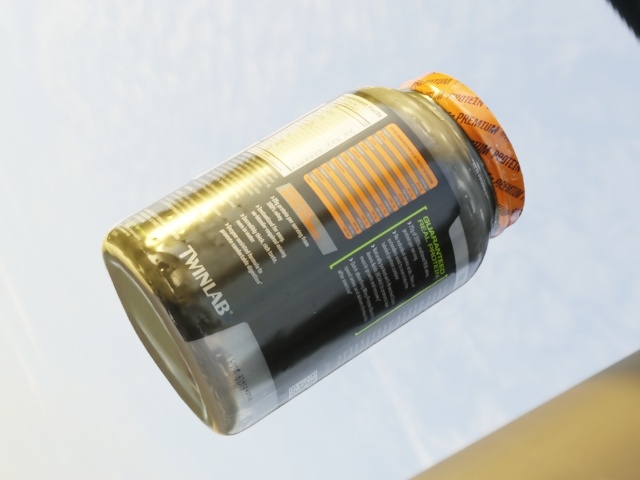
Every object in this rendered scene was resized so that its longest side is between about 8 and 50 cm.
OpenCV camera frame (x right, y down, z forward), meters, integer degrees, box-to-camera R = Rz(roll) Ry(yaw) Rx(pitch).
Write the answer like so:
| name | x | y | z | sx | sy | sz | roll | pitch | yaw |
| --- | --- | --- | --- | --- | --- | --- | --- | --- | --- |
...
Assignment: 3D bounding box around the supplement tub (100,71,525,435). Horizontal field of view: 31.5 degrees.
| name | x | y | z | sx | sy | sz | roll | pitch | yaw |
| --- | --- | --- | --- | --- | --- | --- | --- | --- | --- |
| supplement tub | 0.000 | 0.000 | 0.559 | 0.117 | 0.190 | 0.117 | 50 | -20 | 26 |
